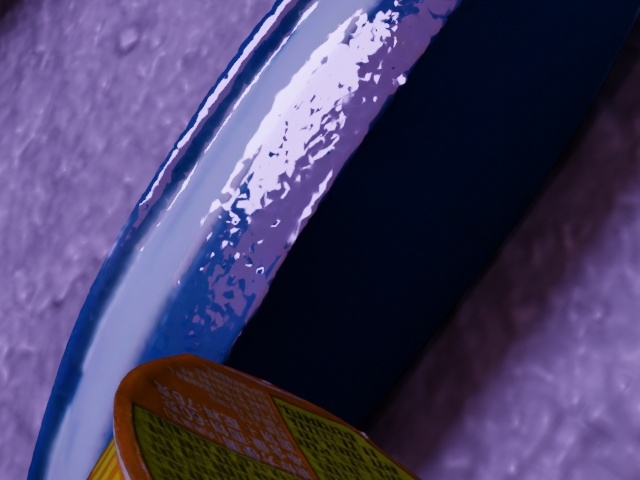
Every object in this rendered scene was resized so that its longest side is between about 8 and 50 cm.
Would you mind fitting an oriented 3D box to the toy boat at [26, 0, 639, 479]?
[{"bbox_3d":[0.000,0.000,0.615,0.061,0.096,0.299,35,90,43],"label":"toy boat"}]

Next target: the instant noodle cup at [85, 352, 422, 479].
[{"bbox_3d":[-0.039,0.150,0.497,0.185,0.168,0.168,-51,37,13],"label":"instant noodle cup"}]
